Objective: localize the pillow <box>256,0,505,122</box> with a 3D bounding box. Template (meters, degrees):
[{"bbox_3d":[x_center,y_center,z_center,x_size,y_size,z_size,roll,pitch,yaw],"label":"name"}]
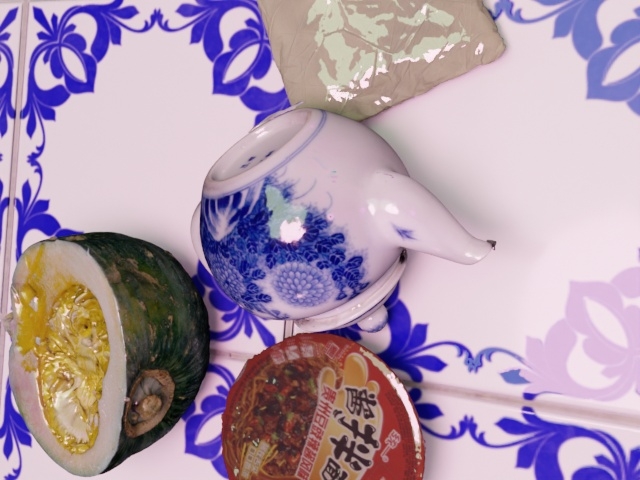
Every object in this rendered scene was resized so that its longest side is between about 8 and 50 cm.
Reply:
[{"bbox_3d":[0.049,-0.294,1.057,0.274,0.076,0.281,-23,80,21],"label":"pillow"}]

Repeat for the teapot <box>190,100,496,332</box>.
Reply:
[{"bbox_3d":[0.000,0.000,1.003,0.424,0.252,0.280,-10,123,43],"label":"teapot"}]

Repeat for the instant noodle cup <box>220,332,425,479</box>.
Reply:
[{"bbox_3d":[0.013,0.245,1.057,0.274,0.091,0.274,-1,89,26],"label":"instant noodle cup"}]

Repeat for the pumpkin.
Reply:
[{"bbox_3d":[-0.266,0.134,1.138,0.263,0.197,0.293,20,105,34],"label":"pumpkin"}]
